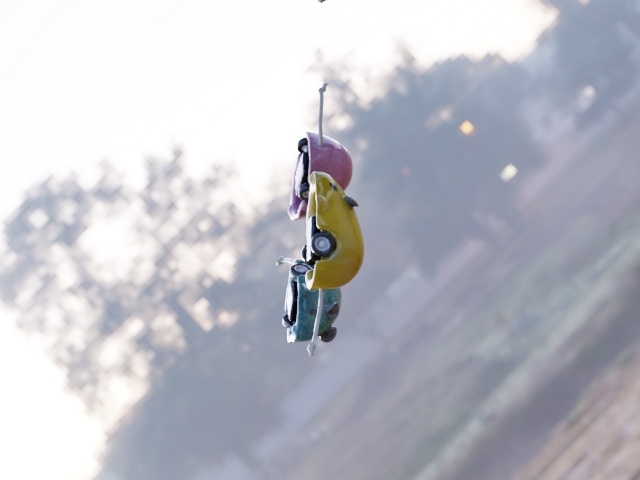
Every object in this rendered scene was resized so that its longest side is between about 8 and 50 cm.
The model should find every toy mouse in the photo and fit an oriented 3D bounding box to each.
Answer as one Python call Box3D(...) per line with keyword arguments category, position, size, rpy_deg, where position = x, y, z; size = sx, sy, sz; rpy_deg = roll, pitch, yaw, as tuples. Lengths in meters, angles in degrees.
Box3D(category="toy mouse", position=(0.000, 0.000, 1.107), size=(0.143, 0.031, 0.161), rpy_deg=(122, 151, -73))

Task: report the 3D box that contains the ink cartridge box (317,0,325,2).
Box3D(category="ink cartridge box", position=(-0.014, -0.249, 1.479), size=(0.088, 0.122, 0.052), rpy_deg=(-57, -13, 31))
